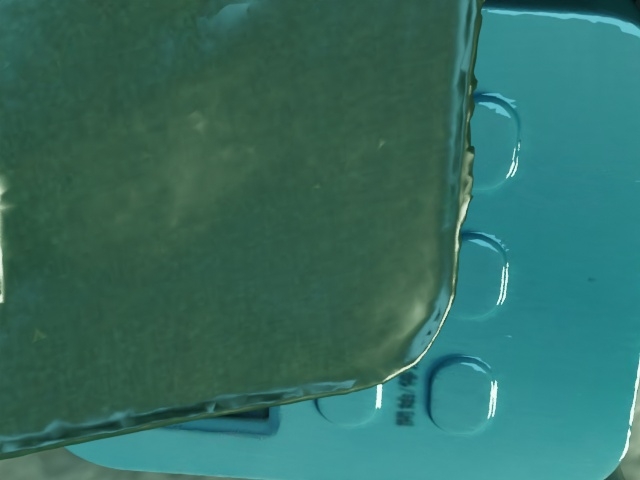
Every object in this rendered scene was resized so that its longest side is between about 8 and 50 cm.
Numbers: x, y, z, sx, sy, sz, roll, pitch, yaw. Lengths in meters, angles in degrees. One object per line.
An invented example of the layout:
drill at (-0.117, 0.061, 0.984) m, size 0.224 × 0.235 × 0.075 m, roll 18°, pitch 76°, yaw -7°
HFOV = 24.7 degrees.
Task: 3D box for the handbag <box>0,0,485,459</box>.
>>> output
handbag at (-0.072, -0.090, 0.409) m, size 0.238 × 0.089 × 0.326 m, roll -9°, pitch 121°, yaw -22°

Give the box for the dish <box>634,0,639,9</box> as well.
dish at (0.224, -0.043, 0.572) m, size 0.246 × 0.078 × 0.224 m, roll -23°, pitch 114°, yaw 22°

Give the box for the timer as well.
timer at (0.000, 0.000, 0.580) m, size 0.250 × 0.091 × 0.232 m, roll -4°, pitch 124°, yaw -4°

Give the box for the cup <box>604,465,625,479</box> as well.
cup at (0.131, 0.176, 0.705) m, size 0.128 × 0.129 × 0.095 m, roll 1°, pitch 129°, yaw -18°
